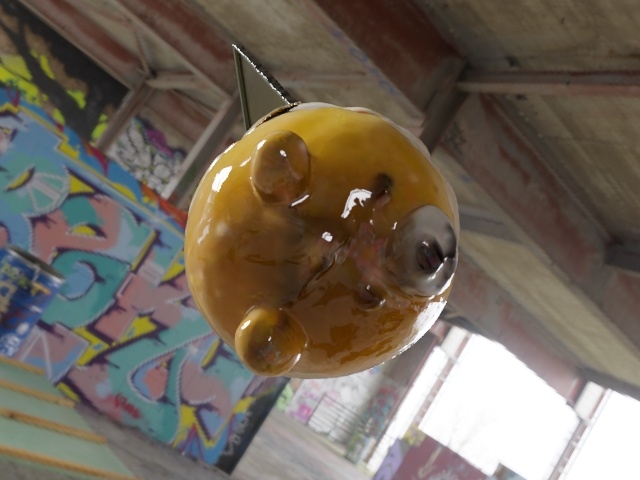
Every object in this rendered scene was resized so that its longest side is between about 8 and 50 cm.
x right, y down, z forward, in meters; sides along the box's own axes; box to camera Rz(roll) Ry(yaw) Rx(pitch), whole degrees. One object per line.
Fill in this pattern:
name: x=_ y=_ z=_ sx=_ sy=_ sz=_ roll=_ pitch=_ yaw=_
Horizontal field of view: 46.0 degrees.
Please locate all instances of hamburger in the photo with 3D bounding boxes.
hamburger: x=0.000 y=0.000 z=0.695 sx=0.276 sy=0.276 sz=0.237 roll=33 pitch=5 yaw=0

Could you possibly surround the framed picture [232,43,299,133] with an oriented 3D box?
framed picture: x=-0.067 y=-0.160 z=1.124 sx=0.265 sy=0.018 sz=0.192 roll=53 pitch=-23 yaw=44
